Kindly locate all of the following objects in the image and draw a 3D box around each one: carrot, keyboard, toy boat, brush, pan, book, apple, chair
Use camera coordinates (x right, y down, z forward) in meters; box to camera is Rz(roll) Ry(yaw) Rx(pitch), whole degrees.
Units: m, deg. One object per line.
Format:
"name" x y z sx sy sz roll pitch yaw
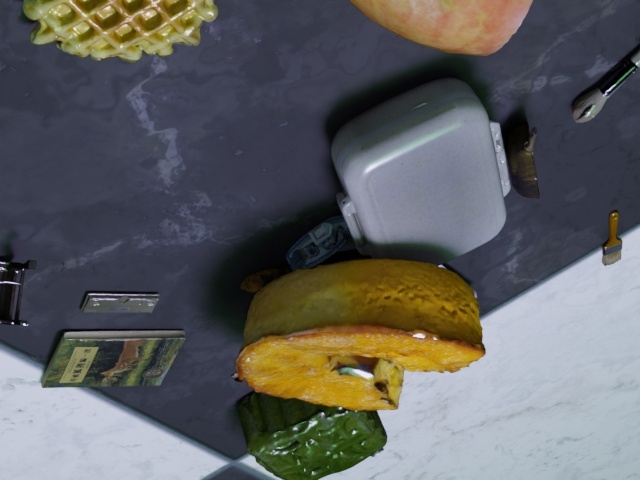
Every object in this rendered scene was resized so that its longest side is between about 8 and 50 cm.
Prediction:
"carrot" 0.009 0.063 2.037 0.314 0.066 0.066 -5 140 -19
"keyboard" -0.342 0.106 1.953 0.129 0.015 0.049 2 143 -29
"toy boat" 0.000 0.000 1.951 0.140 0.059 0.066 -34 156 8
"brush" 0.521 -0.299 1.863 0.042 0.039 0.299 18 127 -40
"pan" 0.329 -0.153 1.883 0.048 0.128 0.202 -10 141 8
"book" -0.374 0.216 2.065 0.228 0.024 0.160 2 140 -30
"brush" 0.585 -0.005 2.286 0.043 0.014 0.170 -21 143 -4
"apple" 0.142 -0.381 1.437 0.252 0.314 0.309 -49 165 -43
"chair" -0.539 0.086 1.779 0.106 0.113 0.229 10 171 -36

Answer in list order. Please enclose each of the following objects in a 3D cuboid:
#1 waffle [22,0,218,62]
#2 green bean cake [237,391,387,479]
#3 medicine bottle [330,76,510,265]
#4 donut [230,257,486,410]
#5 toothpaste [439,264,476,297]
"waffle" -0.239 -0.318 1.435 0.261 0.056 0.250 -6 141 -24
"green bean cake" -0.015 0.381 2.349 0.249 0.156 0.247 -27 142 7
"medicine bottle" 0.166 -0.093 1.865 0.282 0.123 0.375 -26 146 -2
"donut" 0.052 0.152 1.957 0.377 0.164 0.435 14 152 -26
"toothpaste" 0.230 0.074 2.184 0.071 0.045 0.193 -45 132 16
